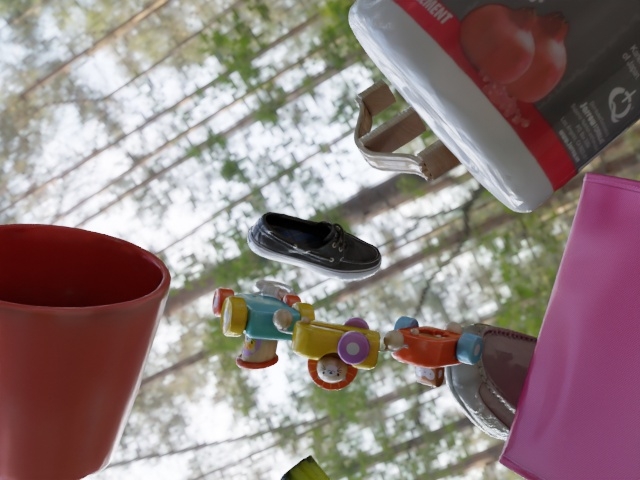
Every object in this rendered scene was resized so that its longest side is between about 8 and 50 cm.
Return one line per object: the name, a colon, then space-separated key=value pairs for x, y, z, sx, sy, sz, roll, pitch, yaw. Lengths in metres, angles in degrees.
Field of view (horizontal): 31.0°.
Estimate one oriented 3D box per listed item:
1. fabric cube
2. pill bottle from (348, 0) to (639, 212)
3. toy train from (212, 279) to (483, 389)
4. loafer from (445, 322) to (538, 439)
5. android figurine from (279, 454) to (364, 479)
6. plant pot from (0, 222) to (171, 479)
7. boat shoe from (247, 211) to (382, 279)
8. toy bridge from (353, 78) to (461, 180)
fabric cube: x=0.342 y=0.113 z=0.911 sx=0.259 sy=0.254 sz=0.258 roll=15 pitch=-88 yaw=-29
pill bottle: x=0.188 y=-0.181 z=0.720 sx=0.176 sy=0.318 sz=0.176 roll=48 pitch=-176 yaw=-5
toy train: x=0.011 y=0.066 z=0.738 sx=0.125 sy=0.166 sz=0.046 roll=-2 pitch=-77 yaw=-61
loafer: x=0.238 y=0.147 z=1.101 sx=0.319 sy=0.111 sz=0.112 roll=25 pitch=-122 yaw=-42
android figurine: x=0.028 y=0.336 z=1.044 sx=0.273 sy=0.248 sz=0.056 roll=50 pitch=160 yaw=17
plant pot: x=-0.325 y=0.137 z=1.354 sx=0.275 sy=0.275 sz=0.243 roll=-30 pitch=-48 yaw=-63
boat shoe: x=0.000 y=0.000 z=1.841 sx=0.229 sy=0.076 sz=0.080 roll=16 pitch=-130 yaw=-14
toy bridge: x=0.064 y=-0.096 z=1.049 sx=0.026 sy=0.063 sz=0.188 roll=57 pitch=179 yaw=-30
